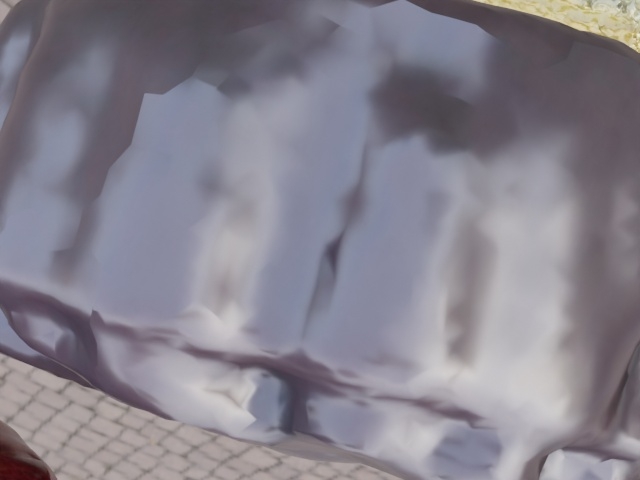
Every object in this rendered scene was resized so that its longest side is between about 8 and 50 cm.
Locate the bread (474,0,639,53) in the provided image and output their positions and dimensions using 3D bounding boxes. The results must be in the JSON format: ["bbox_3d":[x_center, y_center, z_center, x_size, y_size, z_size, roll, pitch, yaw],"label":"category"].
[{"bbox_3d":[0.221,-0.222,0.938,0.246,0.121,0.174,29,148,30],"label":"bread"}]

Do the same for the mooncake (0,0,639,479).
[{"bbox_3d":[0.000,0.000,0.491,0.351,0.212,0.381,21,172,-32],"label":"mooncake"}]

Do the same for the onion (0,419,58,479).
[{"bbox_3d":[-0.270,0.228,0.455,0.348,0.347,0.285,-8,155,25],"label":"onion"}]
